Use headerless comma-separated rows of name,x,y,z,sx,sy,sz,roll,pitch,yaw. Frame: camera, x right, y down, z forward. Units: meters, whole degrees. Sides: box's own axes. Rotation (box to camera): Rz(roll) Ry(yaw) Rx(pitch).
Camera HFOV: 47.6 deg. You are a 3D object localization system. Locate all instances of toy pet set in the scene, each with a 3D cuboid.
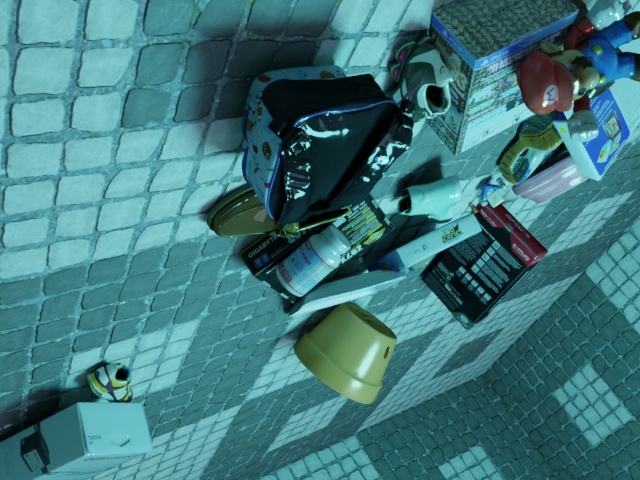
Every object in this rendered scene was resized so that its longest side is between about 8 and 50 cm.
toy pet set,0.475,-0.136,2.081,0.122,0.065,0.114,-36,-169,11

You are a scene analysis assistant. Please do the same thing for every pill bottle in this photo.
pill bottle,-0.014,0.043,1.583,0.160,0.087,0.087,-42,153,15

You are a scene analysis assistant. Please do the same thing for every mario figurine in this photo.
mario figurine,0.503,-0.310,1.318,0.320,0.198,0.170,-27,166,-26

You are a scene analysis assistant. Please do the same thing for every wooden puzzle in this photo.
wooden puzzle,0.310,0.056,2.247,0.116,0.014,0.078,-45,148,20

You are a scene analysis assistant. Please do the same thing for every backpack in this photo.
backpack,-0.020,-0.163,1.257,0.276,0.213,0.263,-10,138,-30

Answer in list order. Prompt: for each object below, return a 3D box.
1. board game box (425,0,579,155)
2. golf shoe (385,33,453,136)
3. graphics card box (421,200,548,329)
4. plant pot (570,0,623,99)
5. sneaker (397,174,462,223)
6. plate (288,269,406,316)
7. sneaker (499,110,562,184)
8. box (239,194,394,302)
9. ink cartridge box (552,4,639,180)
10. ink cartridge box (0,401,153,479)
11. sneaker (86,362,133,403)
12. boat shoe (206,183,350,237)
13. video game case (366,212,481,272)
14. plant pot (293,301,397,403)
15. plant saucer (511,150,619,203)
board game box,0.339,-0.346,1.437,0.232,0.141,0.291,-28,154,-14
golf shoe,0.189,-0.269,1.423,0.105,0.120,0.273,-29,155,-14
graphics card box,0.499,0.078,2.247,0.094,0.233,0.371,-19,151,-45
plant pot,0.560,-0.401,1.575,0.167,0.165,0.167,-27,154,-14
sneaker,0.266,-0.097,1.864,0.151,0.094,0.256,-11,165,-1
plate,0.059,0.136,1.944,0.277,0.045,0.278,-15,170,-15
sneaker,0.588,-0.276,1.918,0.131,0.112,0.296,-28,163,-35
box,0.000,0.000,1.712,0.322,0.079,0.257,-37,156,5
ink cartridge box,0.691,-0.355,1.769,0.303,0.072,0.307,-52,129,-8
ink cartridge box,-0.596,0.498,1.734,0.307,0.129,0.223,-28,157,21
sneaker,-0.482,0.346,1.749,0.084,0.069,0.185,-29,155,0
boat shoe,-0.076,-0.062,1.481,0.307,0.104,0.111,-21,151,-25
video game case,0.275,0.024,1.989,0.244,0.061,0.269,-26,175,-17
plant pot,0.093,0.318,2.172,0.203,0.291,0.291,-56,150,8
plant saucer,0.702,-0.202,2.039,0.332,0.084,0.332,-32,179,-1
